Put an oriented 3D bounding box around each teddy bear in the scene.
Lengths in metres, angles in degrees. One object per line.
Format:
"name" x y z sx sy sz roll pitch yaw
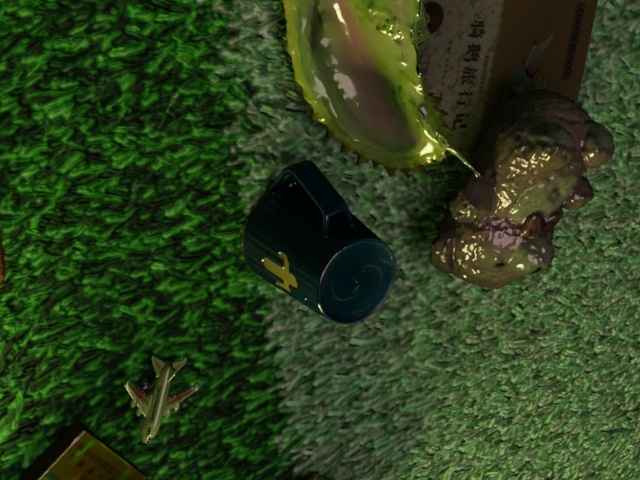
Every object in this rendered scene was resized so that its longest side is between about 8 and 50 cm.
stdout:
"teddy bear" 0.243 -0.057 1.767 0.236 0.151 0.267 -2 122 -42

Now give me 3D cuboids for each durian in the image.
"durian" 0.056 -0.226 1.557 0.157 0.169 0.355 -27 121 -21

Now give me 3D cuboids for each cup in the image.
"cup" 0.000 0.000 1.643 0.131 0.155 0.176 -23 126 -24

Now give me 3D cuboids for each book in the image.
"book" 0.206 -0.210 1.764 0.310 0.021 0.216 -7 117 -31

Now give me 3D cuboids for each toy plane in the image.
"toy plane" -0.193 0.186 1.681 0.102 0.040 0.111 11 107 -36

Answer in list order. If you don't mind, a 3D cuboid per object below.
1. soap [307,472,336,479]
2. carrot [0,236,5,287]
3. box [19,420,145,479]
"soap" -0.014 0.437 1.911 0.140 0.073 0.232 29 95 -39
"carrot" -0.355 -0.030 1.461 0.047 0.047 0.191 -24 128 -23
"box" -0.312 0.316 1.674 0.193 0.030 0.121 -47 130 -6
